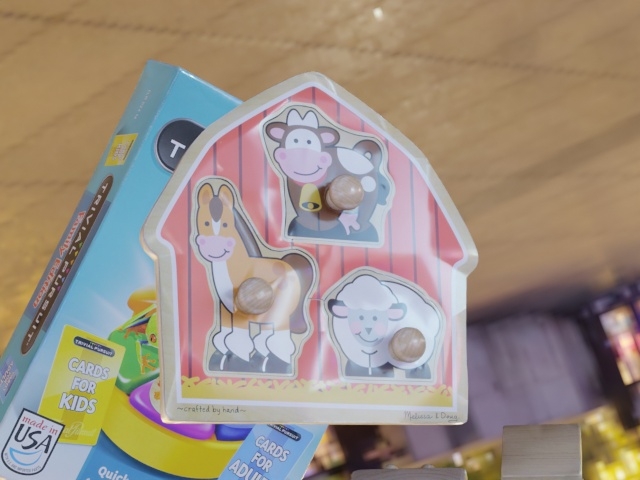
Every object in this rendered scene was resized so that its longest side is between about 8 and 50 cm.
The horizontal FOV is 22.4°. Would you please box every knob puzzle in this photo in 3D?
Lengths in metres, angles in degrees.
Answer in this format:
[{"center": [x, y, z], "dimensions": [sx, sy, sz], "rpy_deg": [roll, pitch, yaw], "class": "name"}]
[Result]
[{"center": [0.000, 0.000, 0.861], "dimensions": [0.213, 0.213, 0.030], "rpy_deg": [-15, 172, -24], "class": "knob puzzle"}]

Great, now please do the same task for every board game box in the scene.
[{"center": [-0.094, 0.065, 1.281], "dimensions": [0.254, 0.336, 0.079], "rpy_deg": [27, 178, -27], "class": "board game box"}]

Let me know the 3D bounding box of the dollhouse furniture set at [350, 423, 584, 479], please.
[{"center": [0.102, 0.132, 0.748], "dimensions": [0.151, 0.144, 0.123], "rpy_deg": [-4, -147, 11], "class": "dollhouse furniture set"}]
